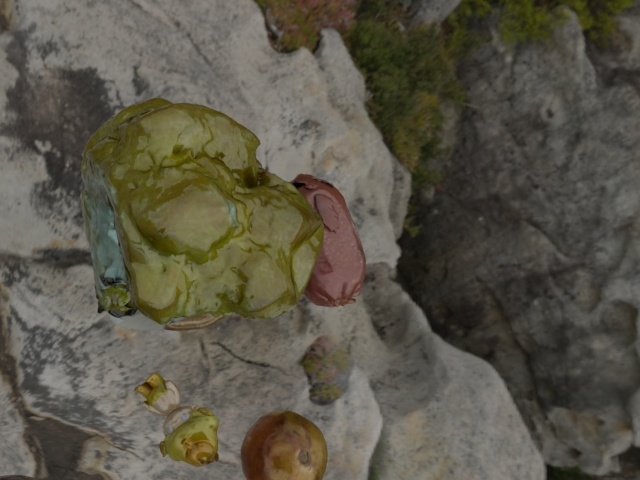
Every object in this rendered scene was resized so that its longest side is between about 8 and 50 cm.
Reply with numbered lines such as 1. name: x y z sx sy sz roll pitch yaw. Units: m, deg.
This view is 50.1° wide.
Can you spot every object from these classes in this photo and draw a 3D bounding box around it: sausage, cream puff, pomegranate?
1. sausage: 0.000 0.000 1.326 0.152 0.152 0.279 -6 61 -28
2. cream puff: -0.145 -0.040 0.841 0.270 0.323 0.274 -11 97 -32
3. pomegranate: -0.105 0.622 1.985 0.264 0.264 0.264 7 73 -25

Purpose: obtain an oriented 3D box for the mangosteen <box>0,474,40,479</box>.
1. mangosteen: -0.706 0.685 1.539 0.311 0.311 0.311 7 73 -25

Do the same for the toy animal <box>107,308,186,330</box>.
1. toy animal: -0.299 0.069 1.292 0.204 0.208 0.155 17 49 -48

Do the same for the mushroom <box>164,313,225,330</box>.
1. mushroom: -0.315 0.109 1.678 0.278 0.146 0.278 -10 125 -15

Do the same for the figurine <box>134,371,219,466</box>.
1. figurine: -0.319 0.411 1.557 0.156 0.131 0.246 -40 81 7
